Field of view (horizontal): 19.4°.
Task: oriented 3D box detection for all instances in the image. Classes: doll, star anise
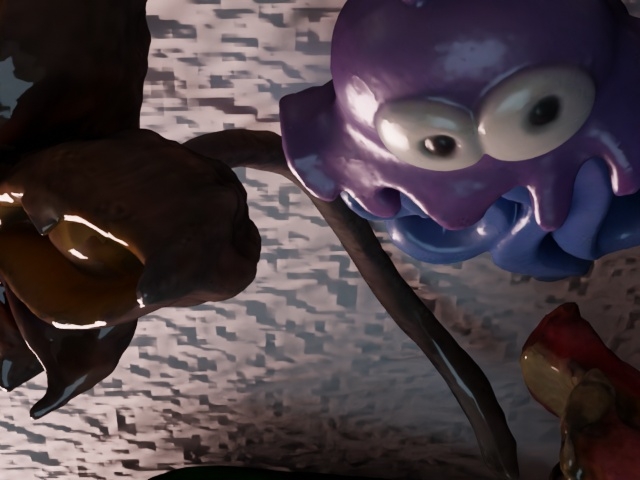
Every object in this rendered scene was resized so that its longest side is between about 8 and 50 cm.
[{"bbox_3d":[0.052,-0.028,0.499,0.110,0.067,0.206,-15,157,13],"label":"doll"},{"bbox_3d":[0.000,0.000,0.516,0.227,0.148,0.218,-11,119,-39],"label":"star anise"}]

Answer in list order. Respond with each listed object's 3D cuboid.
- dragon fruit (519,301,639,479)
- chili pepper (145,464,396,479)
[{"bbox_3d":[0.152,0.078,0.573,0.212,0.134,0.262,13,180,-15],"label":"dragon fruit"},{"bbox_3d":[0.015,0.204,0.701,0.257,0.233,0.248,4,161,-23],"label":"chili pepper"}]
